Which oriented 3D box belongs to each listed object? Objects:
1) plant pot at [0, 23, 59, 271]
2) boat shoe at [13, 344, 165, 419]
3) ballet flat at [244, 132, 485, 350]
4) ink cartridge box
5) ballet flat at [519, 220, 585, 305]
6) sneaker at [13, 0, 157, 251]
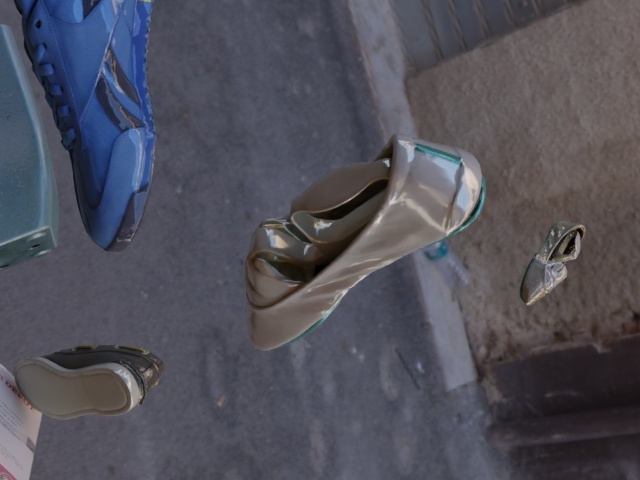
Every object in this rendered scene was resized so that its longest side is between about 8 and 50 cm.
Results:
[{"bbox_3d":[-0.464,-0.083,0.995,0.247,0.248,0.252,-23,84,-19],"label":"plant pot"},{"bbox_3d":[-0.380,0.223,1.246,0.091,0.305,0.109,-34,112,-51],"label":"boat shoe"},{"bbox_3d":[0.000,0.000,0.858,0.139,0.400,0.139,24,49,-31],"label":"ballet flat"},{"bbox_3d":[-0.555,0.306,1.193,0.207,0.117,0.283,56,2,-26],"label":"ink cartridge box"},{"bbox_3d":[0.347,0.029,1.137,0.168,0.052,0.057,-55,130,-32],"label":"ballet flat"},{"bbox_3d":[-0.145,-0.097,0.460,0.082,0.069,0.209,4,79,-35],"label":"sneaker"}]
